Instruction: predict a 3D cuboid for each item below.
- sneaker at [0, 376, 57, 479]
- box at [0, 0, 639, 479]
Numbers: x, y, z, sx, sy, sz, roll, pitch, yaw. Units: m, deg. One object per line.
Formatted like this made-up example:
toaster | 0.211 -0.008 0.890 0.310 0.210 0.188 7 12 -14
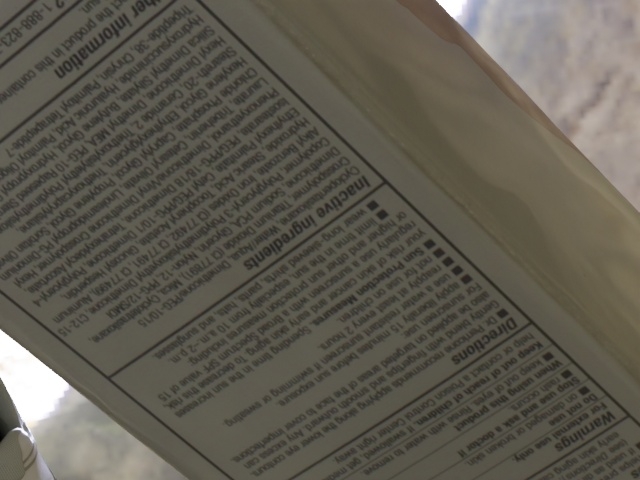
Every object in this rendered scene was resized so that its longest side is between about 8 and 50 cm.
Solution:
sneaker | -0.207 0.092 1.046 0.232 0.090 0.115 27 -42 41
box | 0.000 0.000 0.643 0.148 0.311 0.121 -34 -150 22
